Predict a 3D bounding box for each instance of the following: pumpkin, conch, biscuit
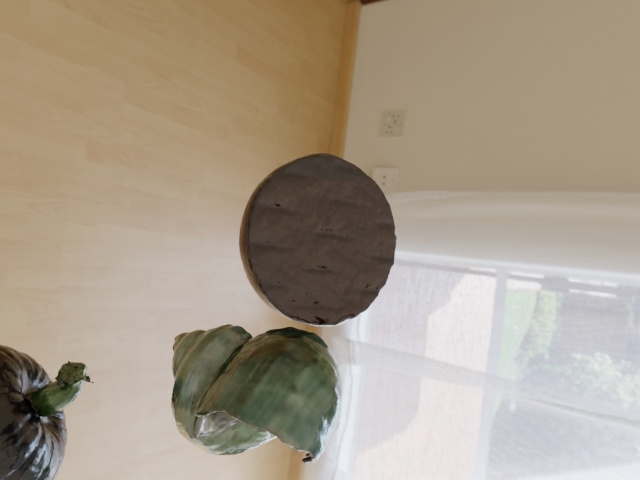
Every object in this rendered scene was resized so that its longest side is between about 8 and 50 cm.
[{"bbox_3d":[-0.436,0.247,0.649,0.248,0.248,0.247,-10,103,-54],"label":"pumpkin"},{"bbox_3d":[-0.085,0.182,0.572,0.220,0.277,0.195,20,94,-55],"label":"conch"},{"bbox_3d":[0.000,0.000,1.115,0.408,0.091,0.407,2,86,-29],"label":"biscuit"}]
